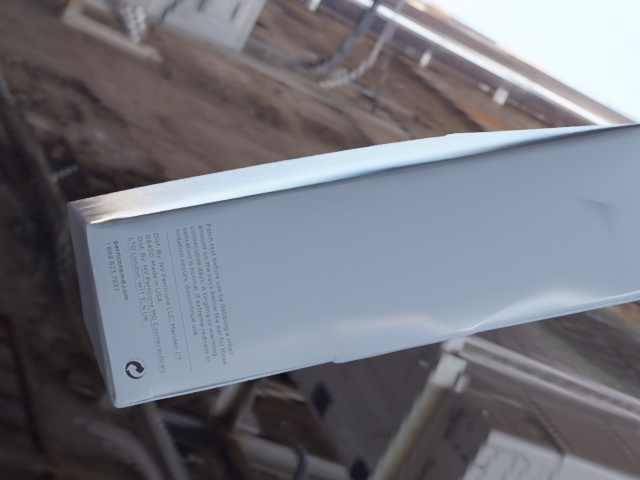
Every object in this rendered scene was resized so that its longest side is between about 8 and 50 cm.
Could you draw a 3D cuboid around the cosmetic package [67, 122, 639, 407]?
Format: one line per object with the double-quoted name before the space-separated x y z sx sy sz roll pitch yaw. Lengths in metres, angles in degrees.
"cosmetic package" 0.000 0.000 0.910 0.377 0.284 0.097 -165 -113 -79
